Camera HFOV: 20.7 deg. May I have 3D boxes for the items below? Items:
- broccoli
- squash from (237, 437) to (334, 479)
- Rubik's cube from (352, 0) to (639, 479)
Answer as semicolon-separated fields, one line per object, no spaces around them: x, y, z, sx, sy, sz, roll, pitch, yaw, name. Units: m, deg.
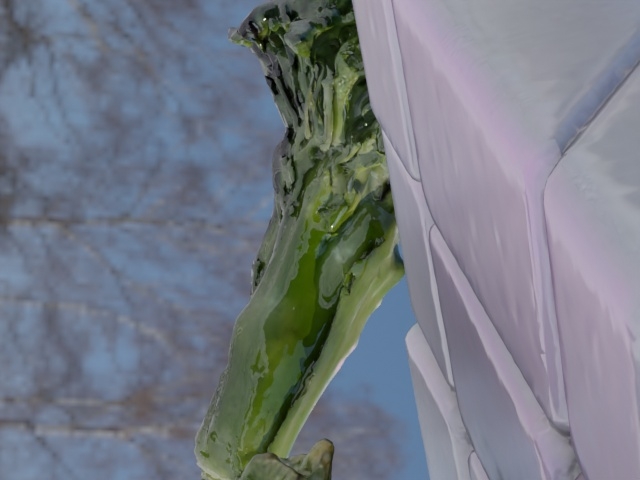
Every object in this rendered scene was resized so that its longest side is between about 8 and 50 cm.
-0.004;-0.001;0.973;0.165;0.145;0.304;20;87;-74;broccoli
-0.058;0.159;0.565;0.224;0.094;0.094;-56;-159;-7;squash
0.211;0.027;0.616;0.319;0.322;0.316;-116;-166;-57;Rubik's cube
